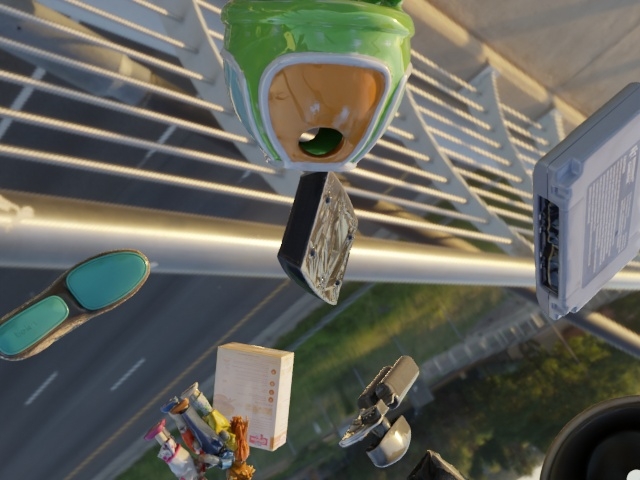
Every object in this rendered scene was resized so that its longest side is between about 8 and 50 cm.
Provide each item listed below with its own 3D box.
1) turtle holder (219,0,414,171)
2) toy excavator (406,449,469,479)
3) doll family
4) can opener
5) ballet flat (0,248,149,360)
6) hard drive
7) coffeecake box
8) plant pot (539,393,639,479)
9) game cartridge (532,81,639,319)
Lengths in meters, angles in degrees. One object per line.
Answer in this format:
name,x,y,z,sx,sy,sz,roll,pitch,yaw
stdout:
turtle holder,-0.025,-0.215,0.875,0.243,0.320,0.227,-7,108,-34
toy excavator,0.290,0.519,0.829,0.445,0.433,0.222,40,85,-22
doll family,-0.175,0.320,1.098,0.118,0.163,0.263,-37,-177,-3
can opener,0.110,0.272,1.089,0.076,0.095,0.283,-37,174,21
ballet flat,-0.309,0.076,0.848,0.206,0.073,0.067,-31,180,-24
hard drive,0.000,0.000,1.078,0.054,0.172,0.255,12,167,16
coffeecake box,-0.138,0.310,1.373,0.142,0.186,0.068,6,-178,20
plant pot,0.518,0.402,1.092,0.323,0.323,0.280,-35,162,11
game cartridge,0.352,-0.044,0.864,0.196,0.060,0.294,-35,138,-13
